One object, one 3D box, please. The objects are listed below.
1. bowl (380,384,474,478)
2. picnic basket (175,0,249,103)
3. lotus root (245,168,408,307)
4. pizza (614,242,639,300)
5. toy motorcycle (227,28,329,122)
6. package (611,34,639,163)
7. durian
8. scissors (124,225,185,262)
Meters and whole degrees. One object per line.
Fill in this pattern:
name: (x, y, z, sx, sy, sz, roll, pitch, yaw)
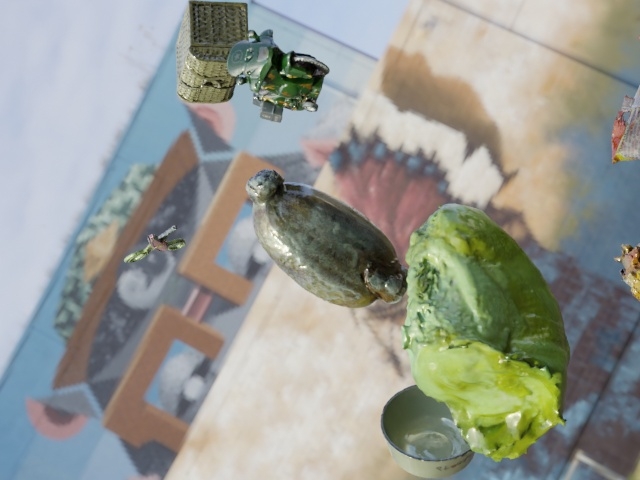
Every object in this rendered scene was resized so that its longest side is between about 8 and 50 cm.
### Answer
bowl: (0.225, 0.396, 2.401, 0.211, 0.211, 0.112, -52, -29, -41)
picnic basket: (-0.232, -0.394, 2.539, 0.196, 0.134, 0.154, 126, 141, -64)
lotus root: (-0.001, 0.000, 2.142, 0.175, 0.349, 0.175, -48, 15, 17)
pizza: (0.659, 0.090, 2.297, 0.229, 0.289, 0.081, 22, -56, -43)
toy motorcycle: (-0.085, -0.306, 2.253, 0.274, 0.187, 0.124, 117, 165, -77)
package: (0.576, -0.204, 1.812, 0.108, 0.288, 0.223, 18, -90, -50)
durian: (0.225, 0.112, 1.643, 0.256, 0.204, 0.339, 32, -129, -45)
scissors: (-0.330, 0.005, 2.426, 0.134, 0.020, 0.187, -18, -9, -18)
